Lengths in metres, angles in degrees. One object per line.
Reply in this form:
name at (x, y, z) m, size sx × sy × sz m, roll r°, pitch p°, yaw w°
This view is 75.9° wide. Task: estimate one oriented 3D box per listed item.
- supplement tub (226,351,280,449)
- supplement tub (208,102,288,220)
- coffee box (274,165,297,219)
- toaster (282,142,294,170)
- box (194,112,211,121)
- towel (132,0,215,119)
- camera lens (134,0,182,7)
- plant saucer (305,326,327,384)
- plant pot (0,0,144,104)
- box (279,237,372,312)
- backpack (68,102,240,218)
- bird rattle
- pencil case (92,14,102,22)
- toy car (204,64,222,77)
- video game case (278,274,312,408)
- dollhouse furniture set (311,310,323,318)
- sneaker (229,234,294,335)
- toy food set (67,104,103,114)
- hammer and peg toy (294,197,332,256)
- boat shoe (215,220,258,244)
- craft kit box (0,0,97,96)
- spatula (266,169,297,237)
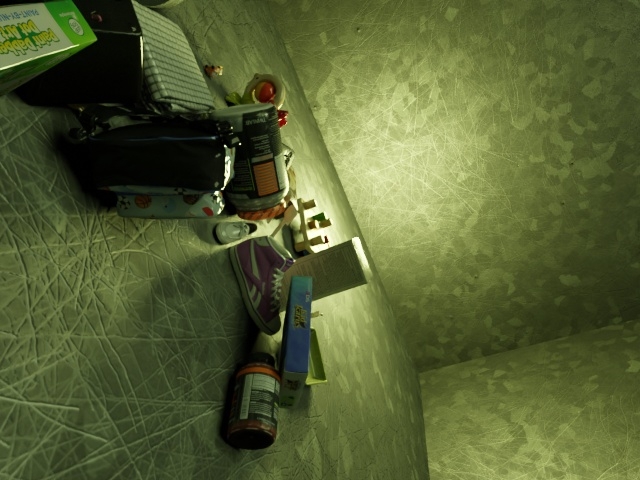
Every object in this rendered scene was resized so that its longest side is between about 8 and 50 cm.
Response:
supplement tub at (-0.144, 0.352, 0.923) m, size 0.197 × 0.106 × 0.106 m, roll -91°, pitch 156°, yaw -51°
supplement tub at (-0.201, -0.230, 1.210) m, size 0.193 × 0.194 × 0.315 m, roll -77°, pitch 162°, yaw -64°
coffee box at (-0.164, -0.222, 1.588) m, size 0.141 × 0.098 × 0.246 m, roll 54°, pitch 22°, yaw -45°
toaster at (-0.203, -0.317, 1.439) m, size 0.186 × 0.110 × 0.168 m, roll 36°, pitch 12°, yaw 22°
box at (-0.319, -0.316, 1.255) m, size 0.169 × 0.054 × 0.059 m, roll 52°, pitch 24°, yaw -48°
towel at (-0.396, -0.415, 1.006) m, size 0.283 × 0.122 × 0.234 m, roll -58°, pitch 128°, yaw -73°
camera lens at (-0.433, -0.761, 1.109) m, size 0.274 × 0.220 × 0.219 m, roll -88°, pitch 153°, yaw -54°
plant saucer at (-0.049, 0.375, 1.335) m, size 0.188 × 0.045 × 0.188 m, roll 37°, pitch 37°, yaw -63°
plant pot at (-0.397, -0.350, 0.676) m, size 0.188 × 0.167 × 0.187 m, roll -18°, pitch 88°, yaw -40°
box at (-0.008, 0.109, 1.305) m, size 0.121 × 0.312 × 0.147 m, roll -17°, pitch 88°, yaw -75°
backpack at (-0.284, -0.156, 0.815) m, size 0.263 × 0.277 × 0.212 m, roll -93°, pitch -171°, yaw -65°
bird rattle at (-0.215, -0.518, 1.515) m, size 0.143 × 0.254 × 0.206 m, roll 25°, pitch 89°, yaw -61°
pencil case at (-0.471, -0.443, 0.809) m, size 0.095 × 0.098 × 0.209 m, roll -42°, pitch 111°, yaw -74°
toy car at (-0.364, -0.601, 1.464) m, size 0.122 × 0.060 × 0.040 m, roll -48°, pitch 149°, yaw -66°
video game case at (-0.071, 0.271, 1.091) m, size 0.244 × 0.061 × 0.269 m, roll 105°, pitch -10°, yaw -48°
dollhouse furniture set at (-0.037, 0.237, 1.482) m, size 0.114 × 0.081 × 0.090 m, roll -88°, pitch 154°, yaw -54°
sneaker at (-0.134, 0.123, 1.146) m, size 0.102 × 0.161 × 0.281 m, roll -47°, pitch 117°, yaw -75°
toy food set at (-0.453, -0.267, 0.794) m, size 0.083 × 0.020 × 0.082 m, roll -96°, pitch 159°, yaw -44°
hammer and peg toy at (0.000, 0.000, 1.818) m, size 0.361 × 0.128 × 0.265 m, roll 47°, pitch 27°, yaw -55°
boat shoe at (-0.233, -0.028, 1.172) m, size 0.184 × 0.063 × 0.066 m, roll 2°, pitch 69°, yaw -74°
craft kit box at (-0.397, -0.155, 0.418) m, size 0.246 × 0.250 × 0.060 m, roll -87°, pitch 153°, yaw -53°
spatula at (-0.139, -0.111, 1.372) m, size 0.019 × 0.242 × 0.168 m, roll -8°, pitch 72°, yaw -30°
